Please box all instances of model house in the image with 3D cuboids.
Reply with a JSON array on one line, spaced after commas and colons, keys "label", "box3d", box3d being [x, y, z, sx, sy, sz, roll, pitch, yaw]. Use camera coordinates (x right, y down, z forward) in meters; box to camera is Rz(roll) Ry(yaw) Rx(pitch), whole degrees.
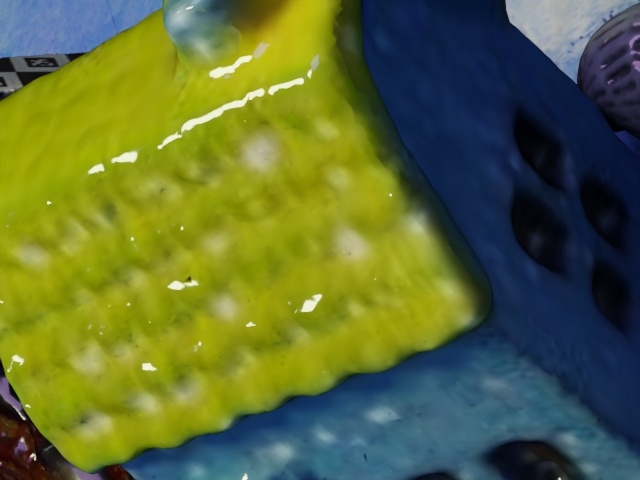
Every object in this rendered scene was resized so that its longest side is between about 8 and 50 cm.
[{"label": "model house", "box3d": [0.000, 0.000, 0.702, 0.237, 0.303, 0.215, -23, 40, 33]}]

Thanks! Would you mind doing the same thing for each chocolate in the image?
[{"label": "chocolate", "box3d": [0.190, -0.079, 0.737, 0.167, 0.072, 0.072, 5, 67, 48]}]

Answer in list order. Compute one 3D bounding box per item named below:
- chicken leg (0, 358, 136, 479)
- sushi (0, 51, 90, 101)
[{"label": "chicken leg", "box3d": [-0.136, 0.072, 0.933, 0.177, 0.083, 0.322, -43, 52, -6]}, {"label": "sushi", "box3d": [-0.131, -0.073, 1.006, 0.193, 0.210, 0.040, 41, 131, 52]}]
